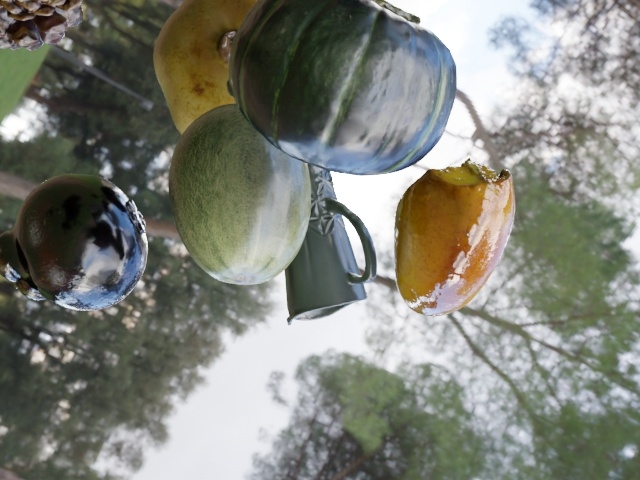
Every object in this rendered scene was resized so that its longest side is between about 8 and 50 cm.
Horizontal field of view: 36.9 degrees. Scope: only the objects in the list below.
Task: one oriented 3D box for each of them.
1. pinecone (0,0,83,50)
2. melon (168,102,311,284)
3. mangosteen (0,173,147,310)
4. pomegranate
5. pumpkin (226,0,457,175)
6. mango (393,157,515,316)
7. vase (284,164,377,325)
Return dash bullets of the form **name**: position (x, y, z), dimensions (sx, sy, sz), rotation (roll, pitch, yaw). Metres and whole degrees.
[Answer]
- **pinecone**: position (-0.536, -0.450, 1.671), dimensions (0.264, 0.264, 0.264), rotation (-48, -154, 32)
- **melon**: position (-0.138, -0.082, 1.667), dimensions (0.248, 0.248, 0.329), rotation (-37, -128, 48)
- **mangosteen**: position (-0.517, 0.003, 1.991), dimensions (0.297, 0.313, 0.297), rotation (180, -90, -78)
- **pomegranate**: position (-0.182, -0.398, 2.212), dimensions (0.416, 0.417, 0.416), rotation (-48, -154, 32)
- **pumpkin**: position (0.029, -0.226, 1.342), dimensions (0.323, 0.323, 0.241), rotation (-122, -129, -65)
- **mango**: position (0.215, 0.006, 1.687), dimensions (0.199, 0.201, 0.350), rotation (-58, 168, -49)
- **vase**: position (0.000, 0.000, 1.847), dimensions (0.251, 0.156, 0.301), rotation (-13, -94, 43)
